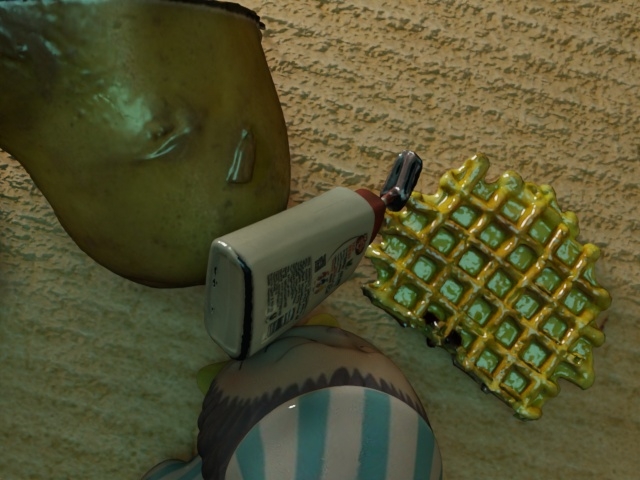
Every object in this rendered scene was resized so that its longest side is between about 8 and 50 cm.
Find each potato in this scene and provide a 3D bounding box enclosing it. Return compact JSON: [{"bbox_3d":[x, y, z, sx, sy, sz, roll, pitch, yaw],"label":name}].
[{"bbox_3d":[-0.222,-0.088,1.028,0.397,0.290,0.295,-6,91,-24],"label":"potato"}]

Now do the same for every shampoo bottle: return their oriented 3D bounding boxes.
[{"bbox_3d":[0.000,0.000,1.043,0.071,0.153,0.284,34,48,24],"label":"shampoo bottle"}]

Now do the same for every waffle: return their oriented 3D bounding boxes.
[{"bbox_3d":[0.186,0.055,1.157,0.283,0.065,0.309,-8,83,-4],"label":"waffle"}]

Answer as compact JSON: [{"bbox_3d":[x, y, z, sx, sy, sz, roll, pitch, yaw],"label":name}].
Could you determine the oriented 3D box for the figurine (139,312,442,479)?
[{"bbox_3d":[-0.051,0.247,0.983,0.361,0.377,0.266,-43,90,-5],"label":"figurine"}]
